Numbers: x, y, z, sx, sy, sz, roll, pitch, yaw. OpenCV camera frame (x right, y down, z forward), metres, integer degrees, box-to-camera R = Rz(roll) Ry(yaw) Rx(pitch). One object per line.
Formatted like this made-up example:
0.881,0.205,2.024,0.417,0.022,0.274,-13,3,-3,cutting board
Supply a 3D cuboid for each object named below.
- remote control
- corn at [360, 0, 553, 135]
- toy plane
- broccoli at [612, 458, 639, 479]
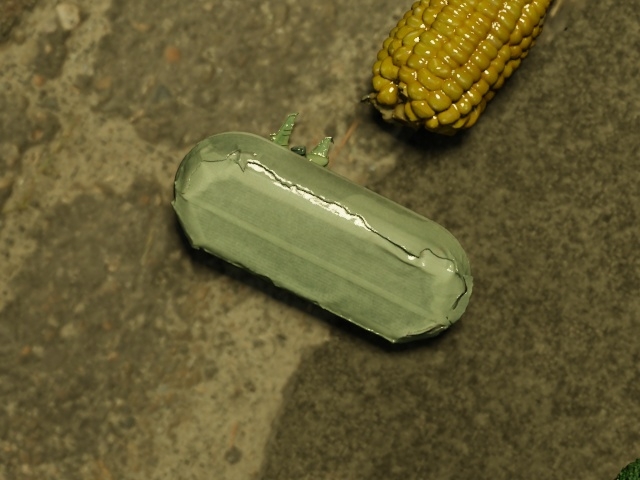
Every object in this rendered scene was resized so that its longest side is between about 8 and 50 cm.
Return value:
0.000,0.000,1.031,0.247,0.052,0.104,25,114,-3,remote control
0.149,-0.217,1.032,0.102,0.102,0.313,32,89,0,corn
-0.029,-0.059,1.059,0.083,0.033,0.080,-7,103,0,toy plane
0.339,0.271,0.955,0.275,0.308,0.307,13,88,-38,broccoli
